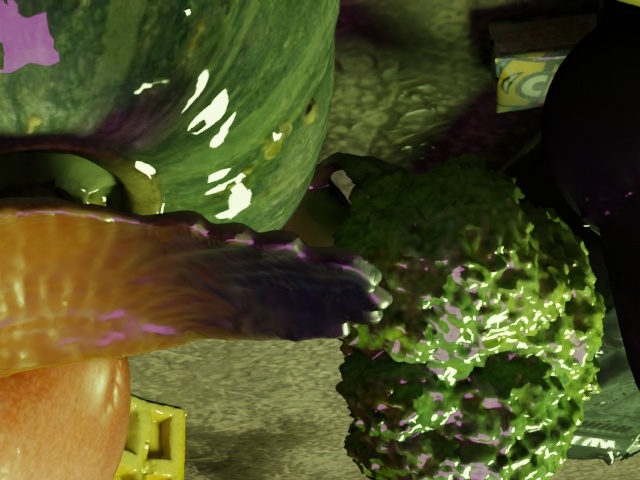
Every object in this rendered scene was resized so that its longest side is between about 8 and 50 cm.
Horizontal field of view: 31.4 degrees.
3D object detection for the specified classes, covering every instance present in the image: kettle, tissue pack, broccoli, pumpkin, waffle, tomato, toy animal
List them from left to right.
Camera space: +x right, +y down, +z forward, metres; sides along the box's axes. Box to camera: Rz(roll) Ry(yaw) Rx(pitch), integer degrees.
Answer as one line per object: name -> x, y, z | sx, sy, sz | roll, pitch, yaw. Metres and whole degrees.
toy animal -> -0.173, 0.023, 0.322 | 0.302, 0.225, 0.284 | -9, 130, 37
tomato -> -0.316, 0.156, 0.897 | 0.341, 0.272, 0.341 | -6, 156, -3
pumpkin -> -0.141, -0.092, 0.484 | 0.292, 0.257, 0.327 | 2, 144, -15
waffle -> -0.236, 0.258, 1.163 | 0.055, 0.221, 0.248 | -25, 145, 35
broccoli -> 0.071, 0.040, 0.714 | 0.186, 0.302, 0.254 | -30, 113, -2
tissue pack -> 0.148, -0.111, 0.707 | 0.083, 0.035, 0.063 | -6, 152, 8
kettle -> 0.241, -0.036, 0.622 | 0.271, 0.250, 0.207 | 3, -165, -21

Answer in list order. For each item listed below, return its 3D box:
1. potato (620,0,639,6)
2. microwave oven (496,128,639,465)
potato -> 0.209, -0.171, 0.481 | 0.228, 0.148, 0.197 | -7, -174, 29
microwave oven -> 0.220, 0.046, 0.854 | 0.238, 0.181, 0.295 | 9, 150, -22
